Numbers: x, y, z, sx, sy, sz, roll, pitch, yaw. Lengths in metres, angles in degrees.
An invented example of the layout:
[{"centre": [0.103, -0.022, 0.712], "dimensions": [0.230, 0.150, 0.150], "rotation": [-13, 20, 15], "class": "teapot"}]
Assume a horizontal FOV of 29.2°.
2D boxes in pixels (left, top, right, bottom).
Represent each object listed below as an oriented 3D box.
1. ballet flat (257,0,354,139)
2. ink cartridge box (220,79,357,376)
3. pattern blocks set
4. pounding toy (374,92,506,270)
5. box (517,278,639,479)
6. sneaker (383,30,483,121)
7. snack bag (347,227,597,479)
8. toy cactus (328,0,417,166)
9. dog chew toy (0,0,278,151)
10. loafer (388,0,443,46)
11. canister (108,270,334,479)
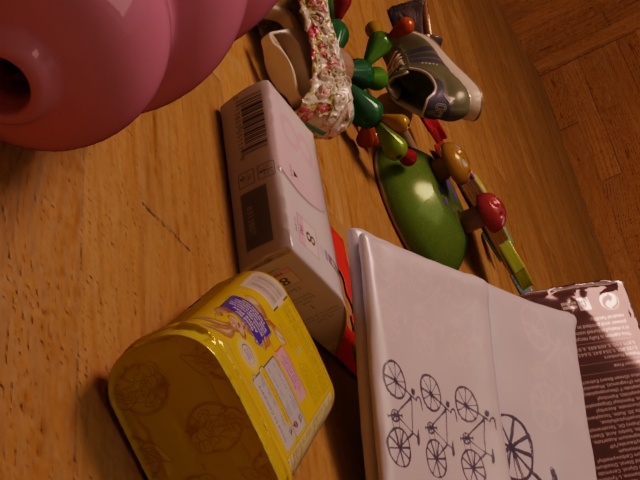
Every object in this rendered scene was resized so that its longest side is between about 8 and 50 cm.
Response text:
[{"centre": [-0.031, -0.209, 1.222], "dimensions": [0.077, 0.091, 0.241], "rotation": [5, 55, -45], "class": "ballet flat"}, {"centre": [0.000, 0.000, 1.069], "dimensions": [0.232, 0.066, 0.189], "rotation": [41, 29, -45], "class": "ink cartridge box"}, {"centre": [0.226, -0.046, 1.722], "dimensions": [0.285, 0.026, 0.325], "rotation": [63, 5, 34], "class": "pattern blocks set"}, {"centre": [0.152, -0.071, 1.507], "dimensions": [0.183, 0.110, 0.236], "rotation": [48, 25, -44], "class": "pounding toy"}, {"centre": [0.299, 0.256, 1.327], "dimensions": [0.191, 0.143, 0.381], "rotation": [107, -29, -56], "class": "box"}, {"centre": [0.111, -0.204, 1.503], "dimensions": [0.086, 0.064, 0.192], "rotation": [-8, 38, -32], "class": "sneaker"}, {"centre": [0.155, 0.175, 1.076], "dimensions": [0.343, 0.037, 0.323], "rotation": [22, 54, -42], "class": "snack bag"}, {"centre": [0.041, -0.190, 1.393], "dimensions": [0.180, 0.112, 0.218], "rotation": [0, 74, -60], "class": "toy cactus"}, {"centre": [-0.124, -0.166, 0.716], "dimensions": [0.206, 0.207, 0.331], "rotation": [56, 28, -26], "class": "dog chew toy"}, {"centre": [0.163, -0.305, 1.931], "dimensions": [0.062, 0.061, 0.170], "rotation": [15, 53, -69], "class": "loafer"}, {"centre": [-0.052, 0.094, 0.758], "dimensions": [0.126, 0.073, 0.170], "rotation": [64, 16, -5], "class": "canister"}]
